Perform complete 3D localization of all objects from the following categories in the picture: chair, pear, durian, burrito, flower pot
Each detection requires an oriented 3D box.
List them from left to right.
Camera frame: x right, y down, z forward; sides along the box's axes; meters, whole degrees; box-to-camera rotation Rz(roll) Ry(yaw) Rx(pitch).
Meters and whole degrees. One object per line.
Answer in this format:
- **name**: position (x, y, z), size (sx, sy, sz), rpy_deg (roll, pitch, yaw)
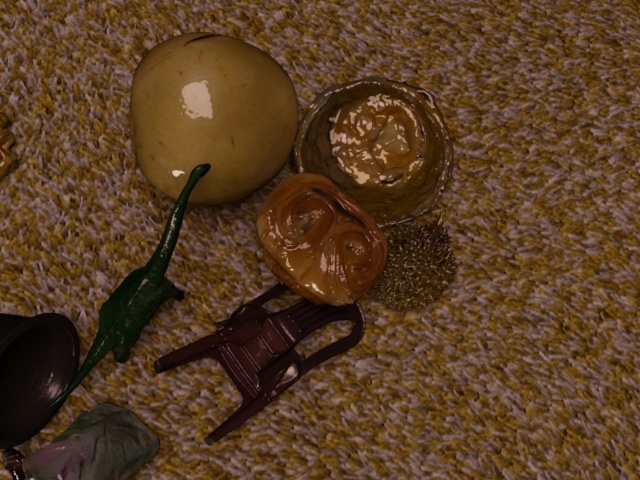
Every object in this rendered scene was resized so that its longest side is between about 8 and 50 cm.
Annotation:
- **flower pot**: position (-0.527, 0.206, 1.409), size (0.148, 0.235, 0.235), rpy_deg (20, 75, 23)
- **burrito**: position (-0.359, 0.339, 1.360), size (0.144, 0.229, 0.089), rpy_deg (35, 107, 5)
- **pear**: position (-0.183, -0.206, 1.474), size (0.310, 0.309, 0.309), rpy_deg (1, 76, -3)
- **chair**: position (-0.088, 0.178, 1.471), size (0.175, 0.183, 0.326), rpy_deg (54, 35, 11)
- **durian**: position (0.180, 0.029, 1.529), size (0.146, 0.102, 0.208), rpy_deg (33, 73, 9)

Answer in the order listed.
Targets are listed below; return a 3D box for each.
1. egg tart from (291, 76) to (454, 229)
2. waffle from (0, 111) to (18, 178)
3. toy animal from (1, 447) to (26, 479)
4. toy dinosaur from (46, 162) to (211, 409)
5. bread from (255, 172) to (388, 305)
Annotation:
- **egg tart**: position (0.101, -0.173, 1.564), size (0.315, 0.120, 0.314), rpy_deg (1, 77, -4)
- **waffle**: position (-0.672, -0.171, 1.559), size (0.229, 0.057, 0.219), rpy_deg (39, 77, 8)
- **toy animal**: position (-0.437, 0.405, 1.378), size (0.089, 0.188, 0.179), rpy_deg (-31, 97, -52)
- **toy dinosaur**: position (-0.304, 0.092, 1.385), size (0.087, 0.301, 0.447), rpy_deg (36, 75, 5)
- **bread**: position (0.001, -0.002, 1.459), size (0.236, 0.120, 0.198), rpy_deg (42, 51, -7)
